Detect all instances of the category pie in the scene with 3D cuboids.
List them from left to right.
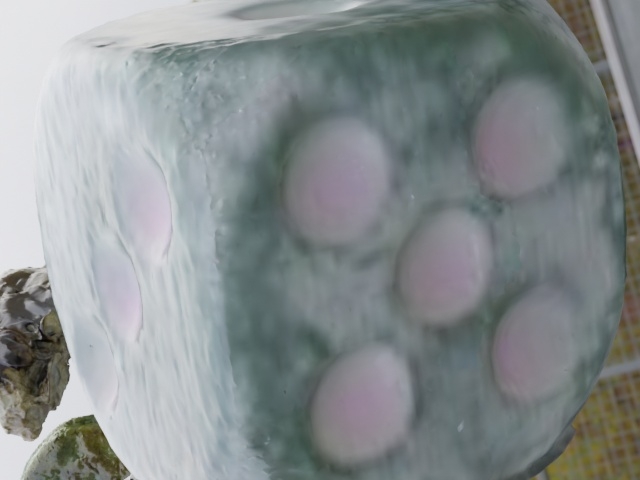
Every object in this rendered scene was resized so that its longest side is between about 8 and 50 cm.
[{"bbox_3d":[-0.329,0.429,2.124,0.070,0.323,0.323,-67,-43,-76],"label":"pie"}]

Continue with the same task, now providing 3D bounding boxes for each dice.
[{"bbox_3d":[0.000,0.000,0.997,0.328,0.330,0.348,18,120,58],"label":"dice"}]

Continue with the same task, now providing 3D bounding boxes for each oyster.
[{"bbox_3d":[-0.334,0.109,1.569,0.107,0.161,0.233,63,-159,-47],"label":"oyster"}]

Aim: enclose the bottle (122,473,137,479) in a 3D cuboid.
[{"bbox_3d":[-0.233,0.400,1.549,0.172,0.171,0.351,64,-150,-24],"label":"bottle"}]
